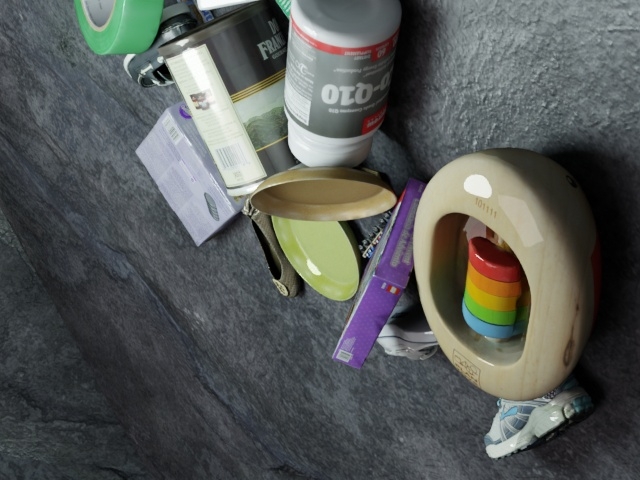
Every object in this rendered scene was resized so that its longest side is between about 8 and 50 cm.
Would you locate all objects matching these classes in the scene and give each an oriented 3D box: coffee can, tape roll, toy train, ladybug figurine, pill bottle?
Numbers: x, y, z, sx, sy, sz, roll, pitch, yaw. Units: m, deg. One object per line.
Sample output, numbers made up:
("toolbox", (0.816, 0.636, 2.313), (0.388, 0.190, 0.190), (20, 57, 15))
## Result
("coffee can", (-0.124, -0.240, 1.979), (0.202, 0.202, 0.275), (-1, 118, 57))
("tape roll", (-0.366, -0.494, 2.108), (0.321, 0.077, 0.321), (19, 112, 59))
("toy train", (0.105, -0.010, 2.039), (0.036, 0.027, 0.158), (41, 149, 4))
("ladybug figurine", (0.277, 0.045, 1.687), (0.305, 0.162, 0.449), (39, 146, 30))
("pill bottle", (0.027, -0.248, 1.782), (0.161, 0.161, 0.283), (42, 148, 26))

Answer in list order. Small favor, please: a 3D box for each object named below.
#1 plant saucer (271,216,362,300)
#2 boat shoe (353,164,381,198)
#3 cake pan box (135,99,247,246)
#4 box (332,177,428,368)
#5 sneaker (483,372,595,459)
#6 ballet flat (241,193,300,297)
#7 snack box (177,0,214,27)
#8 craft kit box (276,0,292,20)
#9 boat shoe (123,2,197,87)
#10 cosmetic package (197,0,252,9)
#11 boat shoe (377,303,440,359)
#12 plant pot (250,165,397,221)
("plant saucer", (0.000, 0.000, 2.197), (0.241, 0.037, 0.241), (36, 145, 32))
("boat shoe", (0.053, -0.113, 1.998), (0.135, 0.050, 0.045), (20, 132, 34))
("cake pan box", (-0.266, -0.139, 2.436), (0.266, 0.070, 0.246), (56, 149, 3))
("box", (0.105, 0.059, 1.927), (0.057, 0.200, 0.293), (22, 147, 0))
("sneaker", (0.340, 0.266, 1.902), (0.122, 0.110, 0.283), (68, 152, 18))
("ballet flat", (-0.101, 0.012, 2.341), (0.084, 0.058, 0.249), (20, 134, 49))
("snack box", (-0.226, -0.418, 2.146), (0.064, 0.022, 0.178), (-8, 112, 61))
("craft kit box", (-0.052, -0.495, 1.774), (0.246, 0.061, 0.250), (58, 151, 4))
("boat shoe", (-0.294, -0.339, 2.211), (0.091, 0.114, 0.302), (63, 161, 5))
("cosmetic package", (-0.004, -0.439, 1.537), (0.385, 0.156, 0.217), (1, 111, 39))
("boat shoe", (0.173, 0.164, 2.054), (0.084, 0.095, 0.258), (59, 162, -11))
("plant pot", (0.005, -0.076, 1.899), (0.236, 0.236, 0.032), (150, 124, -61))
